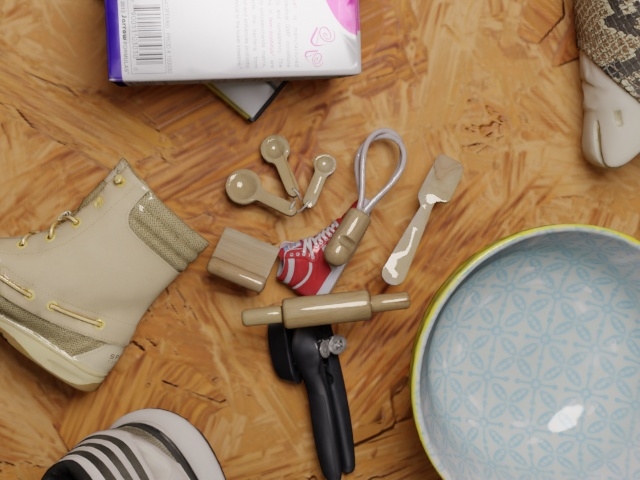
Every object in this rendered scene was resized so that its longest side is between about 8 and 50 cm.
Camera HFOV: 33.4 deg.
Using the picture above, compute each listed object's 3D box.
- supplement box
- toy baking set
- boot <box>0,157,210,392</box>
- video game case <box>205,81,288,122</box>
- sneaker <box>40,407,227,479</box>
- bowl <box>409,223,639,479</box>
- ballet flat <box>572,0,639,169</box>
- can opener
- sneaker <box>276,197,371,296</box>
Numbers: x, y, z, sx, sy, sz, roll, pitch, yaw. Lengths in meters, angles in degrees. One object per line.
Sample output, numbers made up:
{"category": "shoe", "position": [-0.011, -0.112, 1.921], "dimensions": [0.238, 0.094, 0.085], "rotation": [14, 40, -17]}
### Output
{"category": "supplement box", "position": [-0.079, -0.199, 0.965], "dimensions": [0.220, 0.114, 0.111], "rotation": [-2, 96, -6]}
{"category": "toy baking set", "position": [0.016, -0.014, 1.034], "dimensions": [0.256, 0.030, 0.197], "rotation": [-2, 78, -1]}
{"category": "boot", "position": [-0.259, -0.006, 1.011], "dimensions": [0.262, 0.095, 0.203], "rotation": [39, 92, -11]}
{"category": "video game case", "position": [-0.074, -0.297, 1.029], "dimensions": [0.248, 0.035, 0.275], "rotation": [40, 91, -9]}
{"category": "sneaker", "position": [-0.124, 0.377, 0.939], "dimensions": [0.169, 0.257, 0.447], "rotation": [-34, 83, 17]}
{"category": "bowl", "position": [0.216, 0.120, 1.050], "dimensions": [0.289, 0.156, 0.289], "rotation": [-1, 97, -6]}
{"category": "ballet flat", "position": [0.380, -0.090, 1.056], "dimensions": [0.483, 0.164, 0.182], "rotation": [40, 107, -12]}
{"category": "can opener", "position": [0.004, 0.156, 1.089], "dimensions": [0.059, 0.073, 0.186], "rotation": [-28, 105, -42]}
{"category": "sneaker", "position": [0.000, 0.000, 1.069], "dimensions": [0.067, 0.042, 0.118], "rotation": [27, 95, -12]}
